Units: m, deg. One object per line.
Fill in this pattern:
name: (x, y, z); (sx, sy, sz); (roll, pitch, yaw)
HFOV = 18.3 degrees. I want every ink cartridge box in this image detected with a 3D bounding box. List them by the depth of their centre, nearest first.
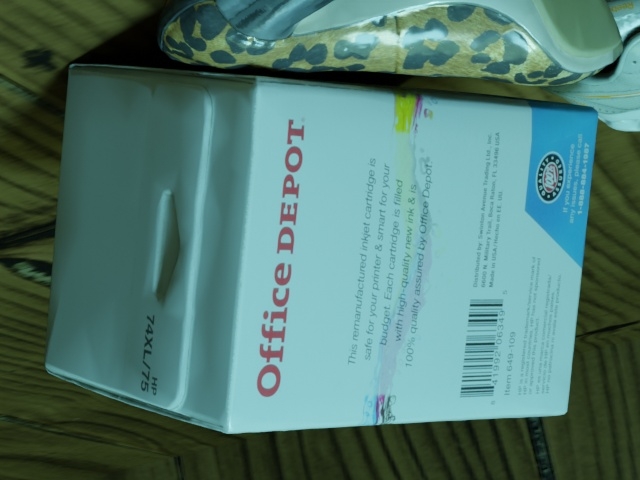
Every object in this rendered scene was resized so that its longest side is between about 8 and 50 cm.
ink cartridge box: (0.000, 0.000, 1.217); (0.270, 0.198, 0.197); (2, -174, -40)

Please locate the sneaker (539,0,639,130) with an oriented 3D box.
sneaker: (0.230, -0.137, 1.202); (0.121, 0.099, 0.262); (8, 155, -41)

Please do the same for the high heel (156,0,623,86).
high heel: (0.042, -0.123, 1.126); (0.186, 0.093, 0.261); (-17, 160, 36)
